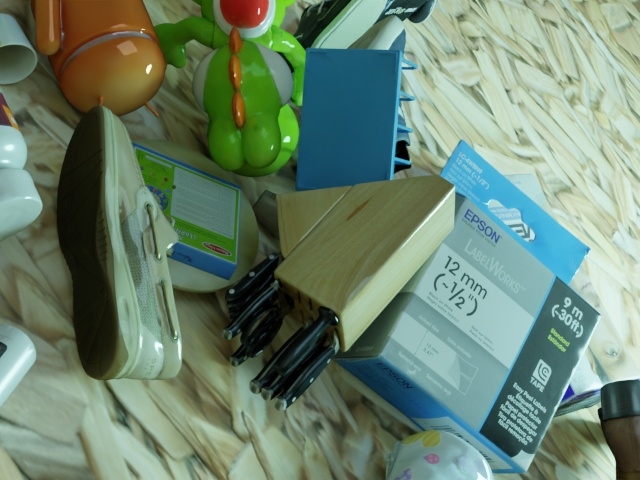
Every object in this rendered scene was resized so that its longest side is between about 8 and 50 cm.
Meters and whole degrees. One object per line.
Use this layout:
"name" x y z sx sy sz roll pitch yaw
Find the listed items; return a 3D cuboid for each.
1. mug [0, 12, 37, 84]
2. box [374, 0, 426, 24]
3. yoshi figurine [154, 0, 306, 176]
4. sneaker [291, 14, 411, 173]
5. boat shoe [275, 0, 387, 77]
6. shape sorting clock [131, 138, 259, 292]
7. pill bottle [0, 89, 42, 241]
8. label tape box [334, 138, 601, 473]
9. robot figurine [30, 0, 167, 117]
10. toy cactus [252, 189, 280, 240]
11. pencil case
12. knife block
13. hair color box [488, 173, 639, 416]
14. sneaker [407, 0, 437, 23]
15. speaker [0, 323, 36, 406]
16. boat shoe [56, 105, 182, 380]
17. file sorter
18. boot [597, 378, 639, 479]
"mug" -0.354 -0.217 1.492 0.078 0.062 0.064 16 40 -47
"box" 0.065 -0.426 2.108 0.147 0.077 0.180 -14 70 -52
"yoshi figurine" -0.093 -0.229 1.681 0.203 0.203 0.362 25 56 -43
"sneaker" 0.070 -0.169 1.864 0.148 0.131 0.350 45 42 -20
"boat shoe" 0.004 -0.281 1.786 0.084 0.233 0.079 -17 75 -38
"shape sorting clock" -0.163 -0.029 1.547 0.206 0.040 0.206 23 42 -22
"pill bottle" -0.362 -0.108 1.334 0.121 0.121 0.221 -10 67 -51
"label tape box" 0.209 0.073 1.676 0.249 0.115 0.348 39 68 -19
"robot figurine" -0.255 -0.234 1.555 0.158 0.128 0.219 79 -12 -70
"toy cactus" 0.000 0.000 1.664 0.180 0.112 0.219 35 46 -6
"pencil case" 0.096 0.319 1.467 0.124 0.113 0.273 38 36 -1
"knife block" 0.028 0.060 1.507 0.275 0.088 0.242 -7 57 -1
"hair color box" 0.288 0.074 1.893 0.185 0.110 0.339 -5 65 -49
"sneaker" 0.182 -0.433 2.235 0.097 0.084 0.235 29 41 -29
"speaker" -0.311 0.136 1.235 0.055 0.055 0.136 43 37 -11
"boat shoe" -0.203 0.003 1.418 0.098 0.109 0.302 8 59 -36
"file sorter" 0.049 -0.138 1.640 0.104 0.118 0.170 4 90 -69
"boot" 0.435 0.347 1.808 0.264 0.096 0.281 62 22 -68
